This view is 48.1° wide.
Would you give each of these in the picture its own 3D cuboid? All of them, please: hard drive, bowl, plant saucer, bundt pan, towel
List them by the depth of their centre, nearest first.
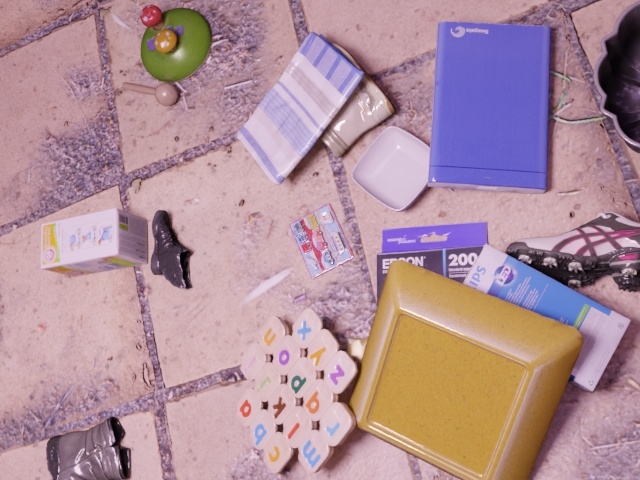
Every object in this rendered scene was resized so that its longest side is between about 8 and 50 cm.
[{"bbox_3d":[0.210,0.242,1.174,0.332,0.081,0.333,22,110,21],"label":"plant saucer"},{"bbox_3d":[0.631,-0.263,1.197,0.331,0.124,0.331,-5,76,20],"label":"bundt pan"},{"bbox_3d":[0.315,-0.250,1.331,0.210,0.040,0.319,4,78,5],"label":"hard drive"},{"bbox_3d":[0.150,-0.133,1.386,0.142,0.053,0.142,40,93,25],"label":"bowl"},{"bbox_3d":[-0.050,-0.270,1.450,0.285,0.034,0.209,-50,46,15],"label":"towel"}]

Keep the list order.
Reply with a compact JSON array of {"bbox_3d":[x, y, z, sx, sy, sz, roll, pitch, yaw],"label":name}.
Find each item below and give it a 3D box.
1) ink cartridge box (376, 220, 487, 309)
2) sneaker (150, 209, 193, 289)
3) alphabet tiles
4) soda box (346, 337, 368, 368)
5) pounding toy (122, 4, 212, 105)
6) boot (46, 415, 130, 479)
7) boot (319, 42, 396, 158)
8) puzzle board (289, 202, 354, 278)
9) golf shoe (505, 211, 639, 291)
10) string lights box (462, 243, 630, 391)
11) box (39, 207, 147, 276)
[{"bbox_3d":[0.206,0.066,1.320,0.206,0.045,0.208,-5,73,20],"label":"ink cartridge box"},{"bbox_3d":[-0.313,0.018,1.528,0.089,0.051,0.170,-1,81,21],"label":"sneaker"},{"bbox_3d":[-0.049,0.277,1.324,0.278,0.021,0.284,-55,51,18],"label":"alphabet tiles"},{"bbox_3d":[0.141,0.209,1.298,0.181,0.061,0.058,-1,77,21],"label":"soda box"},{"bbox_3d":[-0.365,-0.442,1.629,0.183,0.110,0.237,25,86,25],"label":"pounding toy"},{"bbox_3d":[-0.462,0.493,1.450,0.161,0.083,0.246,-17,73,10],"label":"boot"},{"bbox_3d":[0.031,-0.287,1.460,0.165,0.077,0.213,-41,67,10],"label":"boot"},{"bbox_3d":[0.000,0.000,1.432,0.096,0.011,0.128,-28,69,12],"label":"puzzle board"},{"bbox_3d":[0.457,0.015,1.220,0.273,0.105,0.120,5,62,16],"label":"golf shoe"},{"bbox_3d":[0.359,0.128,1.198,0.259,0.077,0.133,30,83,15],"label":"string lights box"},{"bbox_3d":[-0.494,0.007,1.561,0.203,0.114,0.103,-10,75,19],"label":"box"}]
